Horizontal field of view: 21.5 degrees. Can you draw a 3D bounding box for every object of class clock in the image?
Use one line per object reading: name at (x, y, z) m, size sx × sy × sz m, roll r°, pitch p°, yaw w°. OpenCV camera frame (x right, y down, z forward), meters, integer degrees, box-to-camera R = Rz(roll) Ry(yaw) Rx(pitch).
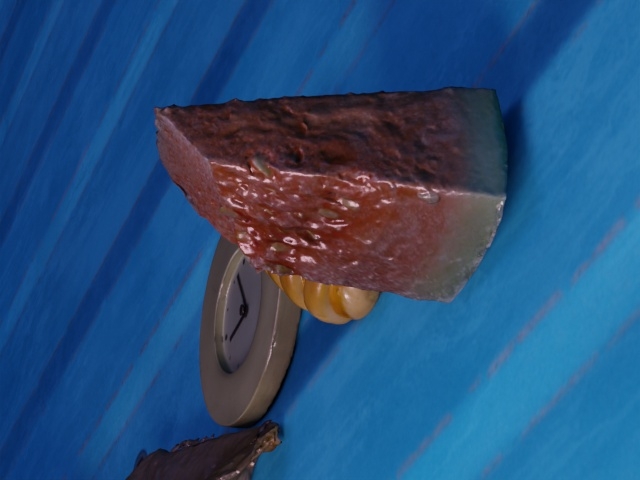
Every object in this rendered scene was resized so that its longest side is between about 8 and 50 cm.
clock at (-0.070, 0.070, 1.679) m, size 0.235 × 0.029 × 0.234 m, roll -170°, pitch 90°, yaw -69°

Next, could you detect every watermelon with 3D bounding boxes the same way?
watermelon at (-0.007, -0.039, 1.271) m, size 0.193 × 0.257 × 0.139 m, roll 115°, pitch 159°, yaw -52°

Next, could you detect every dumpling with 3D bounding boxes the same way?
dumpling at (-0.137, 0.267, 1.661) m, size 0.166 × 0.086 × 0.332 m, roll -52°, pitch 10°, yaw -26°

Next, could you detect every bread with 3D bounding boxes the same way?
bread at (0.000, 0.000, 1.468) m, size 0.177 × 0.084 × 0.119 m, roll 44°, pitch 121°, yaw 60°
